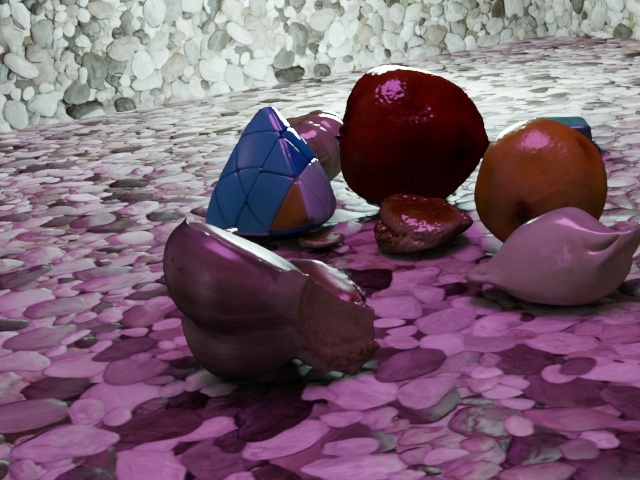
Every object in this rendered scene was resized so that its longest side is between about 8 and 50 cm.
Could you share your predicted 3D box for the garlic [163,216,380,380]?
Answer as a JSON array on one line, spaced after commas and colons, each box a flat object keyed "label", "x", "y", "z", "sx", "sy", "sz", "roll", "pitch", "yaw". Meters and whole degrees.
[{"label": "garlic", "x": -0.072, "y": 0.058, "z": 1.266, "sx": 0.237, "sy": 0.210, "sz": 0.292, "roll": -27, "pitch": 35, "yaw": -37}]

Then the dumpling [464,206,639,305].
[{"label": "dumpling", "x": 0.328, "y": 0.030, "z": 1.409, "sx": 0.252, "sy": 0.131, "sz": 0.179, "roll": -22, "pitch": -11, "yaw": 23}]

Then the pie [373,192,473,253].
[{"label": "pie", "x": 0.168, "y": -0.030, "z": 1.706, "sx": 0.163, "sy": 0.079, "sz": 0.193, "roll": -2, "pitch": 17, "yaw": 0}]

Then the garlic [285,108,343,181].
[{"label": "garlic", "x": -0.042, "y": -0.176, "z": 2.136, "sx": 0.228, "sy": 0.152, "sz": 0.228, "roll": -15, "pitch": 27, "yaw": 8}]

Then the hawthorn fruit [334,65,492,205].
[{"label": "hawthorn fruit", "x": 0.183, "y": -0.182, "z": 1.928, "sx": 0.307, "sy": 0.265, "sz": 0.265, "roll": 10, "pitch": 15, "yaw": -7}]

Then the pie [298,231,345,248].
[{"label": "pie", "x": 0.001, "y": 0.000, "z": 1.752, "sx": 0.084, "sy": 0.021, "sz": 0.084, "roll": -3, "pitch": 13, "yaw": 1}]

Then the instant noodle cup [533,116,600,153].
[{"label": "instant noodle cup", "x": 0.528, "y": -0.229, "z": 2.275, "sx": 0.157, "sy": 0.070, "sz": 0.179, "roll": -2, "pitch": 15, "yaw": 7}]

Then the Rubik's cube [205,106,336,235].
[{"label": "Rubik's cube", "x": -0.093, "y": -0.066, "z": 1.802, "sx": 0.254, "sy": 0.254, "sz": 0.254, "roll": -5, "pitch": 16, "yaw": 2}]

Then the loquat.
[{"label": "loquat", "x": 0.337, "y": -0.083, "z": 1.587, "sx": 0.208, "sy": 0.208, "sz": 0.208, "roll": -5, "pitch": 16, "yaw": 2}]
